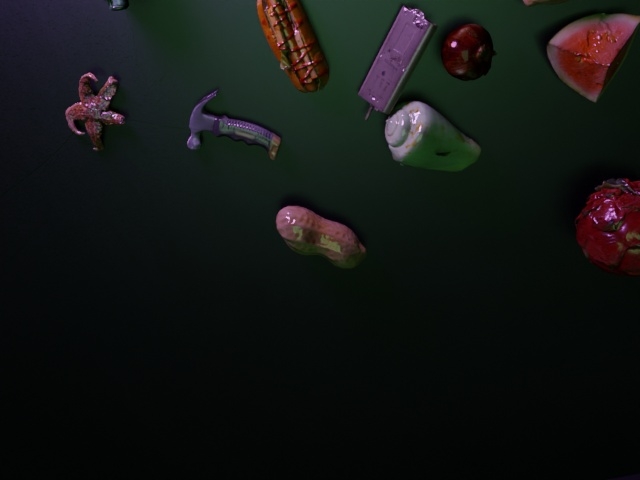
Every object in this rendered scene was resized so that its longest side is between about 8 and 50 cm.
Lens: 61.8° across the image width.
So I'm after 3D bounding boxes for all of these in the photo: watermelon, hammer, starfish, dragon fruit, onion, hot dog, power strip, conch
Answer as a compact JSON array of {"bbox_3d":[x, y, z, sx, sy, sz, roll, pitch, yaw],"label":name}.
[{"bbox_3d":[0.585,-0.414,1.175,0.145,0.137,0.193,31,126,23],"label":"watermelon"},{"bbox_3d":[-0.206,-0.268,1.310,0.226,0.041,0.159,18,124,-10],"label":"hammer"},{"bbox_3d":[-0.542,-0.310,1.296,0.150,0.053,0.210,17,127,5],"label":"starfish"},{"bbox_3d":[0.781,-0.022,1.334,0.298,0.244,0.244,30,119,-20],"label":"dragon fruit"},{"bbox_3d":[0.318,-0.409,1.165,0.118,0.118,0.117,0,101,1],"label":"onion"},{"bbox_3d":[-0.062,-0.441,1.175,0.104,0.076,0.250,-18,123,13],"label":"hot dog"},{"bbox_3d":[0.162,-0.387,1.205,0.092,0.034,0.268,40,122,19],"label":"power strip"},{"bbox_3d":[0.256,-0.233,1.293,0.250,0.137,0.144,28,94,-38],"label":"conch"}]

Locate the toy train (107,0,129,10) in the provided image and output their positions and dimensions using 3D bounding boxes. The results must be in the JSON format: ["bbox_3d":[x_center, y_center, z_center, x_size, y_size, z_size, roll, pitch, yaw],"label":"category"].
[{"bbox_3d":[-0.408,-0.566,1.053,0.107,0.154,0.198,-3,124,-1],"label":"toy train"}]

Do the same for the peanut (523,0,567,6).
[{"bbox_3d":[0.513,-0.561,1.074,0.229,0.098,0.103,-45,71,25],"label":"peanut"}]

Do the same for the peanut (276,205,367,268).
[{"bbox_3d":[0.000,0.000,1.440,0.274,0.111,0.125,26,124,-15],"label":"peanut"}]
